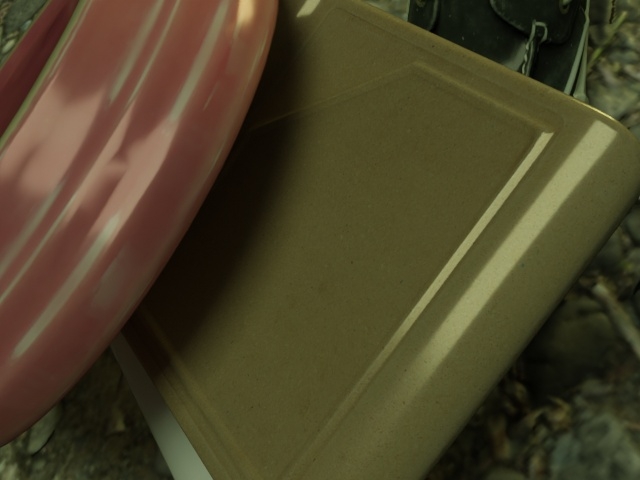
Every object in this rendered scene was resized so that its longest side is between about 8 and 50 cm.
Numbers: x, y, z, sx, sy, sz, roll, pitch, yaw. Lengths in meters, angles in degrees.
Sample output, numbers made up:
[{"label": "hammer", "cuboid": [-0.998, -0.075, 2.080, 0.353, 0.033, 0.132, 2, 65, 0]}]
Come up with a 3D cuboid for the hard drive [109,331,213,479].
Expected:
[{"label": "hard drive", "cuboid": [-0.064, -0.015, 0.540, 0.210, 0.040, 0.319, -52, 43, 8]}]

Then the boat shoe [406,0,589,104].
[{"label": "boat shoe", "cuboid": [0.097, -0.153, 0.511, 0.121, 0.119, 0.335, 4, 70, 31]}]

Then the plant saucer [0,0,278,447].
[{"label": "plant saucer", "cuboid": [-0.157, -0.048, 0.500, 0.332, 0.084, 0.332, -40, 31, 31]}]

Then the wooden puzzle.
[{"label": "wooden puzzle", "cuboid": [0.000, 0.000, 0.414, 0.221, 0.044, 0.238, -54, 47, 6]}]
